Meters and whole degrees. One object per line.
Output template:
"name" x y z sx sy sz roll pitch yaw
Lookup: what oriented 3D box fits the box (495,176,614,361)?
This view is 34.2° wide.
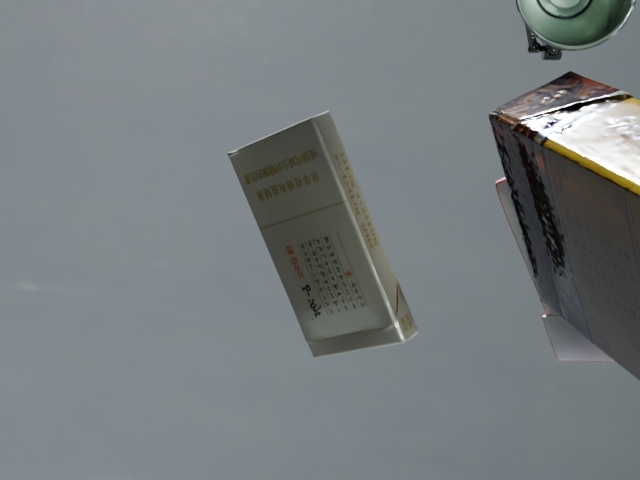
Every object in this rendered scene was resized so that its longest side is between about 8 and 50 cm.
"box" 0.485 -0.019 1.465 0.314 0.300 0.312 -23 3 -20

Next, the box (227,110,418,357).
"box" 0.001 0.000 1.616 0.204 0.365 0.051 -16 8 44

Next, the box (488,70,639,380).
"box" 0.326 0.014 0.997 0.115 0.264 0.415 -26 26 -8

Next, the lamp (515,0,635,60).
"lamp" 0.311 -0.318 1.349 0.147 0.172 0.227 -2 12 4
